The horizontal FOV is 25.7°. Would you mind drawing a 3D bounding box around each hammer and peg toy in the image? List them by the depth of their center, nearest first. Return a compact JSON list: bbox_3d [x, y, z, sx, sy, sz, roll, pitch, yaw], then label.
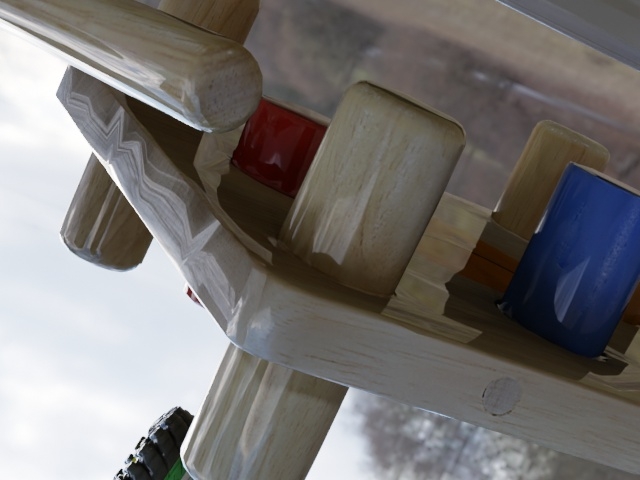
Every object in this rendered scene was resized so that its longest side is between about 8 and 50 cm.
[{"bbox_3d":[0.000,0.000,0.481,0.361,0.127,0.266,20,-168,-28],"label":"hammer and peg toy"}]

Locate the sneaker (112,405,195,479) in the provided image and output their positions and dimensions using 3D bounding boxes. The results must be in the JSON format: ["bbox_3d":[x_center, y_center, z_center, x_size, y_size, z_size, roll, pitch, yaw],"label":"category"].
[{"bbox_3d":[-0.169,0.317,1.200,0.146,0.343,0.134,37,166,-4],"label":"sneaker"}]

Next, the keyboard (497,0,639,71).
[{"bbox_3d":[0.073,-0.129,0.559,0.256,0.072,0.014,25,153,-8],"label":"keyboard"}]
